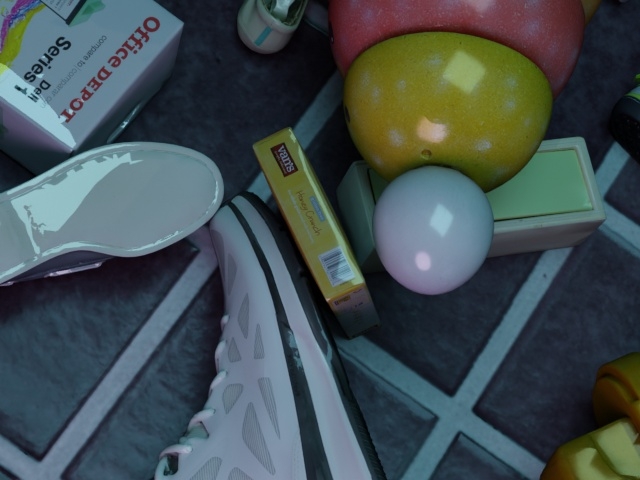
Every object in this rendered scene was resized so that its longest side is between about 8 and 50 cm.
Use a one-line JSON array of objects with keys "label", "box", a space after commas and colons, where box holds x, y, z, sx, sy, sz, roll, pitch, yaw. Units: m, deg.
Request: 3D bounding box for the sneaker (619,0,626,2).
[{"label": "sneaker", "box": [0.364, -0.419, 1.946, 0.163, 0.086, 0.226, 37, 66, -1]}]

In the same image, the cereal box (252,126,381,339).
[{"label": "cereal box", "box": [0.000, 0.000, 1.605, 0.047, 0.240, 0.173, -26, 76, -1]}]

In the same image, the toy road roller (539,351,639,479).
[{"label": "toy road roller", "box": [0.371, 0.269, 1.619, 0.241, 0.202, 0.329, -22, 70, -8]}]

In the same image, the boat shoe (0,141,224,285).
[{"label": "boat shoe", "box": [-0.257, -0.023, 1.621, 0.319, 0.099, 0.116, -19, 95, -18]}]

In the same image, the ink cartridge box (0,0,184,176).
[{"label": "ink cartridge box", "box": [-0.312, -0.217, 1.678, 0.278, 0.117, 0.201, 36, 65, 1]}]

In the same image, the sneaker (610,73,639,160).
[{"label": "sneaker", "box": [0.440, -0.102, 1.840, 0.097, 0.084, 0.234, -40, 82, -25]}]

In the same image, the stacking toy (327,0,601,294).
[{"label": "stacking toy", "box": [0.127, -0.166, 1.610, 0.351, 0.350, 0.479, 15, 58, -8]}]

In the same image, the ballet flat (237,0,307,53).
[{"label": "ballet flat", "box": [-0.027, -0.324, 1.813, 0.086, 0.086, 0.248, 18, 65, -6]}]

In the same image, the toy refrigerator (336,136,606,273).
[{"label": "toy refrigerator", "box": [0.164, -0.040, 1.740, 0.270, 0.094, 0.102, -7, 71, -16]}]

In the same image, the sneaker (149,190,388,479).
[{"label": "sneaker", "box": [-0.099, 0.162, 1.554, 0.258, 0.169, 0.447, -21, 56, 0]}]
